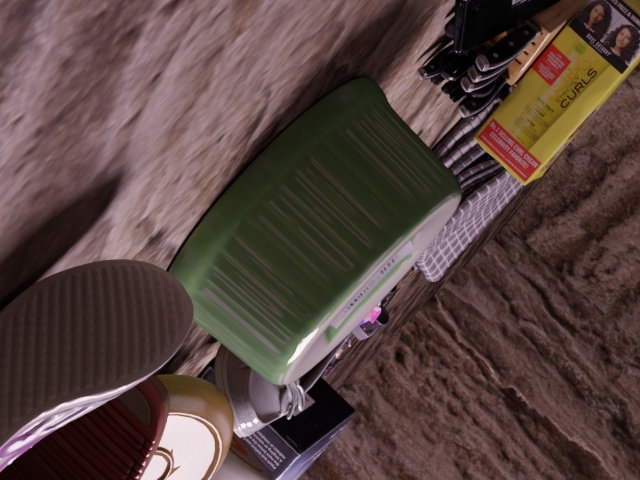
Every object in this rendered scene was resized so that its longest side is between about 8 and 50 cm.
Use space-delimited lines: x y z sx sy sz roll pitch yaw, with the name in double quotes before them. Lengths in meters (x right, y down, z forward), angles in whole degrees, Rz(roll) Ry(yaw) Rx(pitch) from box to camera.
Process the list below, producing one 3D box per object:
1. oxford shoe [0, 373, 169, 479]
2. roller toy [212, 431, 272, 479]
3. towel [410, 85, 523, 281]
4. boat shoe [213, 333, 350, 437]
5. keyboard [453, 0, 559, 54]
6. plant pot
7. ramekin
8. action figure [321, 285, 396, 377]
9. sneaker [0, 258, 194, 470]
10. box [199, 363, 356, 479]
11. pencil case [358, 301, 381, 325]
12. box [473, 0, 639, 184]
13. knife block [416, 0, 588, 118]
"oxford shoe" -0.230 0.215 1.571 0.348 0.123 0.130 -47 172 37
"roller toy" -0.165 0.275 1.933 0.146 0.209 0.191 -46 -148 1
"towel" 0.212 -0.079 2.449 0.283 0.121 0.235 -46 171 -8
"boat shoe" -0.047 0.156 2.152 0.103 0.118 0.320 -16 -171 24
"keyboard" 0.197 -0.269 1.701 0.192 0.038 0.100 -31 141 -35
"plant pot" -0.194 0.234 1.725 0.236 0.032 0.236 -18 138 -17
"ramekin" 0.000 0.000 1.625 0.303 0.148 0.303 -46 172 -8
"action figure" 0.016 0.154 2.676 0.285 0.099 0.185 -49 180 39
"sneaker" -0.229 0.117 1.231 0.282 0.102 0.161 -29 167 -32
"box" -0.136 0.313 2.336 0.294 0.183 0.296 -48 172 16
"pencil case" 0.056 0.050 2.346 0.104 0.104 0.236 -45 171 -16
"box" 0.273 -0.173 1.809 0.232 0.087 0.058 -50 169 28
"knife block" 0.228 -0.252 1.802 0.275 0.088 0.242 -47 173 4
